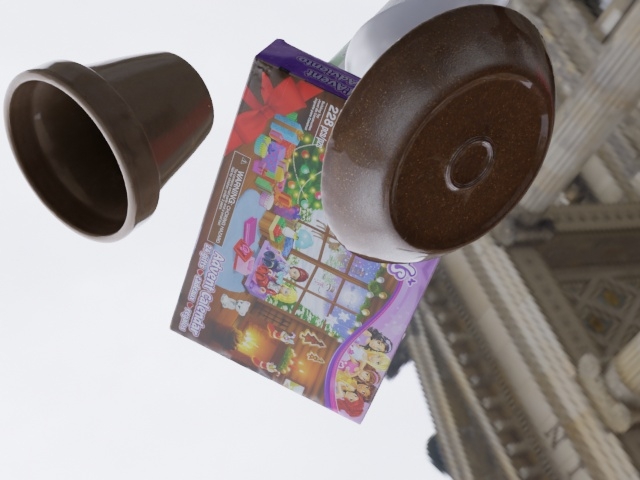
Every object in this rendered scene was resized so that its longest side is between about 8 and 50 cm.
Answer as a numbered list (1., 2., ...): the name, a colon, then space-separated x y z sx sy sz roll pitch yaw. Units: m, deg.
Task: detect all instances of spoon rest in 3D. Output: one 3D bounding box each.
1. spoon rest: 0.125 -0.199 1.061 0.137 0.276 0.084 41 -131 -7

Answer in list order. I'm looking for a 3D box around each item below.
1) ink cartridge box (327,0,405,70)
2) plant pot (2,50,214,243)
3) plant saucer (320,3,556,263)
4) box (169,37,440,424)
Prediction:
1. ink cartridge box: 0.119 -0.246 1.485 0.093 0.154 0.212 46 177 -24
2. plant pot: -0.282 -0.162 1.564 0.263 0.263 0.229 41 -130 11
3. plant saucer: 0.092 -0.059 0.739 0.199 0.198 0.036 -8 -143 -36
4. box: 0.000 0.000 0.943 0.201 0.293 0.057 25 -147 7
